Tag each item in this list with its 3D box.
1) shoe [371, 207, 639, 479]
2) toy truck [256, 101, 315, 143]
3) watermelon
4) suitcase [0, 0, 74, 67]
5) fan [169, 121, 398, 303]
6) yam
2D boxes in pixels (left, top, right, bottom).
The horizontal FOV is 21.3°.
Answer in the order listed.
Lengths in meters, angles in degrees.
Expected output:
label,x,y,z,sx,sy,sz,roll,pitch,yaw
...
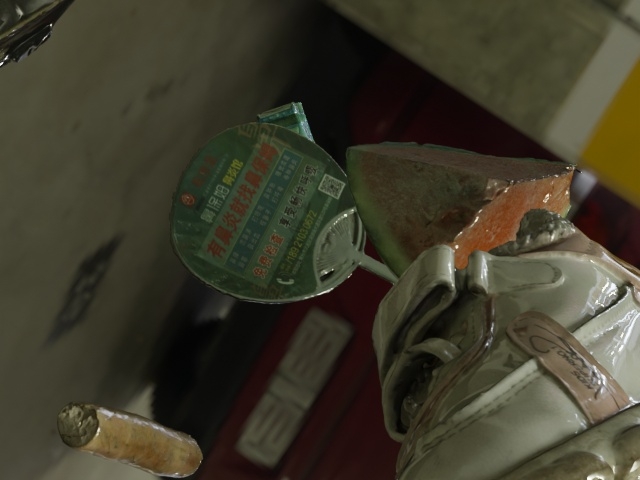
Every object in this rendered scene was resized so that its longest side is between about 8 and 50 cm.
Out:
label,x,y,z,sx,sy,sz,roll,pitch,yaw
shoe,0.105,0.099,0.945,0.172,0.198,0.351,-58,159,21
toy truck,-0.030,-0.114,2.071,0.067,0.081,0.175,-18,169,7
watermelon,0.106,-0.034,1.478,0.231,0.146,0.128,-12,130,-54
suitcase,-0.392,-0.204,1.362,0.434,0.283,0.194,-40,-175,-34
fan,-0.014,-0.027,1.736,0.012,0.294,0.223,118,-31,-50
yam,-0.183,0.197,1.663,0.057,0.057,0.241,-56,154,1
